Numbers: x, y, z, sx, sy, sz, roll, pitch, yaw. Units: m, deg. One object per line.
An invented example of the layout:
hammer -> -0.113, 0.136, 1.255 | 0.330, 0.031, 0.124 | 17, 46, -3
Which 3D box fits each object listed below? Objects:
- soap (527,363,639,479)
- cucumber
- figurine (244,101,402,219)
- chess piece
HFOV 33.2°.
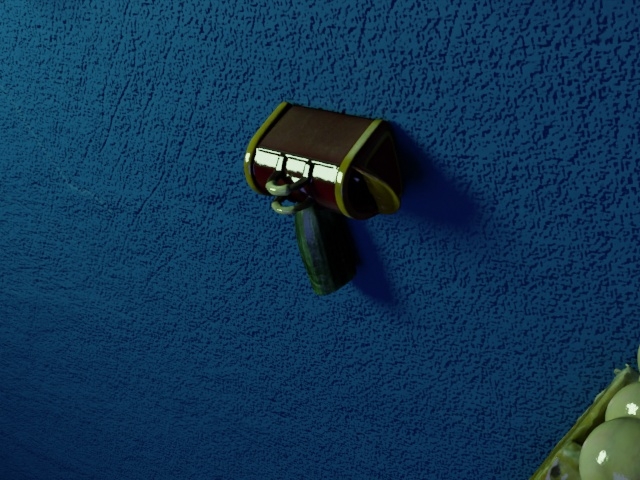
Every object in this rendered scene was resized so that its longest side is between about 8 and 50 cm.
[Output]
soap -> 0.300, 0.316, 0.895 | 0.338, 0.169, 0.304 | 39, 145, 15
cucumber -> 0.000, 0.000, 1.013 | 0.048, 0.048, 0.105 | 12, 131, 41
figurine -> 0.002, -0.056, 0.913 | 0.154, 0.098, 0.082 | 18, 132, 40
chess piece -> 0.246, 0.122, 0.758 | 0.094, 0.170, 0.094 | 28, 140, 27
